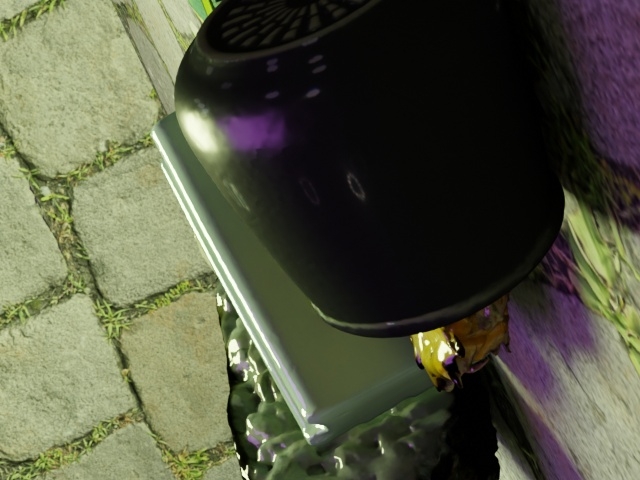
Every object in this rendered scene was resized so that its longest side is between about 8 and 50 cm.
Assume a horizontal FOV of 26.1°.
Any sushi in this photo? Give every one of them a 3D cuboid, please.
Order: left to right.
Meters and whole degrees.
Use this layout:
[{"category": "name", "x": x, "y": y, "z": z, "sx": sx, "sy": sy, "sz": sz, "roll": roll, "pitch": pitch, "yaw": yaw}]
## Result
[{"category": "sushi", "x": 0.026, "y": 0.131, "z": 1.172, "sx": 0.171, "sy": 0.211, "sz": 0.350, "roll": 64, "pitch": 179, "yaw": -43}]

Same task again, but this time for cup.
[{"category": "cup", "x": 0.024, "y": -0.064, "z": 0.713, "sx": 0.177, "sy": 0.169, "sz": 0.223, "roll": 59, "pitch": 180, "yaw": -28}]

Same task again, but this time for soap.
[{"category": "soap", "x": 0.000, "y": 0.000, "z": 1.049, "sx": 0.265, "sy": 0.159, "sz": 0.087, "roll": 60, "pitch": 170, "yaw": 21}]

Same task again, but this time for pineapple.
[{"category": "pineapple", "x": 0.068, "y": -0.009, "z": 0.890, "sx": 0.225, "sy": 0.076, "sz": 0.225, "roll": 62, "pitch": 170, "yaw": 20}]

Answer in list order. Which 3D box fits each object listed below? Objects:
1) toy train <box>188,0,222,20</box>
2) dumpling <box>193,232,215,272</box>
[{"category": "toy train", "x": -0.054, "y": -0.197, "z": 1.034, "sx": 0.200, "sy": 0.083, "sz": 0.132, "roll": 55, "pitch": 171, "yaw": 44}, {"category": "dumpling", "x": -0.035, "y": 0.006, "z": 1.398, "sx": 0.247, "sy": 0.142, "sz": 0.172, "roll": 35, "pitch": -174, "yaw": -29}]
